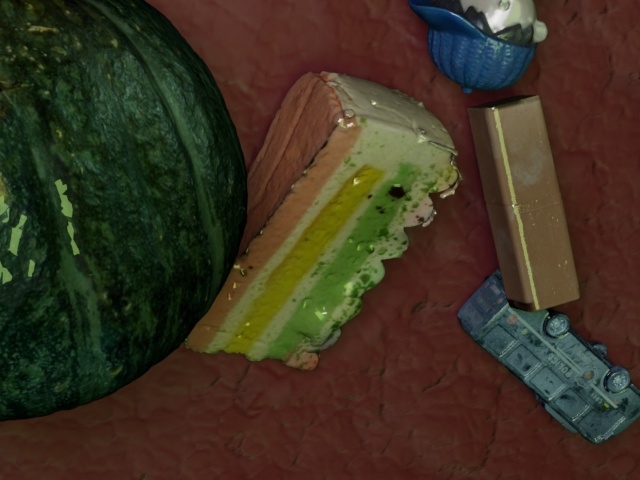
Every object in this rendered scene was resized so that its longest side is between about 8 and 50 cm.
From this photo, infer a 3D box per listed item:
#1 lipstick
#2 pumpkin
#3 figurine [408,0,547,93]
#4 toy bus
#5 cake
[{"bbox_3d":[0.141,-0.026,1.276,0.045,0.045,0.145,-15,98,-15],"label":"lipstick"},{"bbox_3d":[-0.167,-0.027,1.042,0.293,0.197,0.263,-21,116,-37],"label":"pumpkin"},{"bbox_3d":[0.122,-0.172,1.218,0.149,0.086,0.087,-58,161,-4],"label":"figurine"},{"bbox_3d":[0.174,0.088,1.365,0.065,0.047,0.166,-45,120,7],"label":"toy bus"},{"bbox_3d":[-0.005,-0.014,1.249,0.109,0.090,0.225,16,124,-30],"label":"cake"}]
